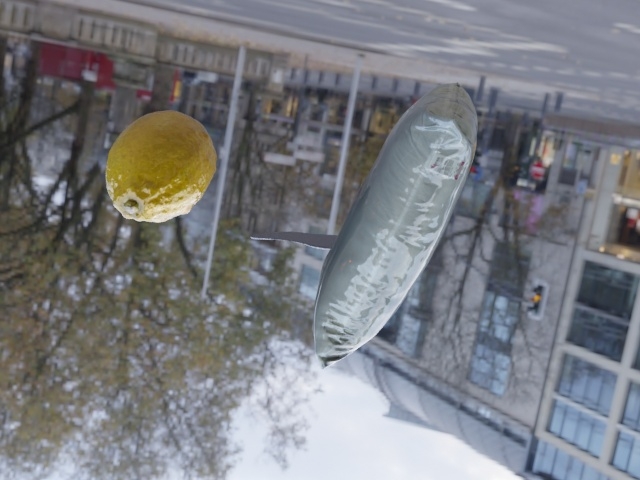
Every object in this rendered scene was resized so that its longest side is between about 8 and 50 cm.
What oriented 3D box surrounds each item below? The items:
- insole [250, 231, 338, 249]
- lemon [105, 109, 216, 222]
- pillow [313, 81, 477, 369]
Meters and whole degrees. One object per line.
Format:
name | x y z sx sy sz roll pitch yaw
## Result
insole | 0.000 0.000 1.146 0.086 0.005 0.253 -9 -170 -37
lemon | -0.176 -0.078 0.988 0.114 0.114 0.155 13 -139 17
pillow | 0.063 -0.017 0.806 0.078 0.254 0.144 23 -158 -9
